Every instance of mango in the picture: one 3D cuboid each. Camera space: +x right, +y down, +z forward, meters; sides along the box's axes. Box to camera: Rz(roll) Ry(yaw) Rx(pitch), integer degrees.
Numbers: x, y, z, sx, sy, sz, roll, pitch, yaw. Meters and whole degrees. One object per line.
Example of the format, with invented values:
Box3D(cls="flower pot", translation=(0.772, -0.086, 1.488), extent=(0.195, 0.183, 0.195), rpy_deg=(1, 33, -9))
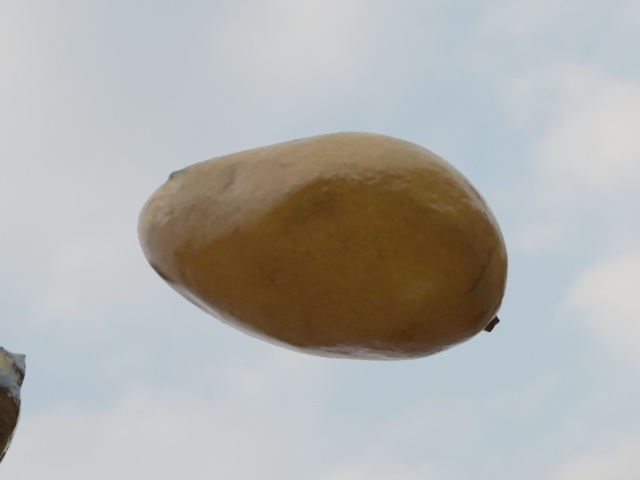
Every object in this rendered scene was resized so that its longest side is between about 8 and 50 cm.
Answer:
Box3D(cls="mango", translation=(0.000, 0.000, 1.067), extent=(0.227, 0.109, 0.147), rpy_deg=(10, -52, 9))

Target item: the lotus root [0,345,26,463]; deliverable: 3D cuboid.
Box3D(cls="lotus root", translation=(-0.286, 0.151, 1.323), extent=(0.191, 0.094, 0.108), rpy_deg=(-45, -73, -14))
